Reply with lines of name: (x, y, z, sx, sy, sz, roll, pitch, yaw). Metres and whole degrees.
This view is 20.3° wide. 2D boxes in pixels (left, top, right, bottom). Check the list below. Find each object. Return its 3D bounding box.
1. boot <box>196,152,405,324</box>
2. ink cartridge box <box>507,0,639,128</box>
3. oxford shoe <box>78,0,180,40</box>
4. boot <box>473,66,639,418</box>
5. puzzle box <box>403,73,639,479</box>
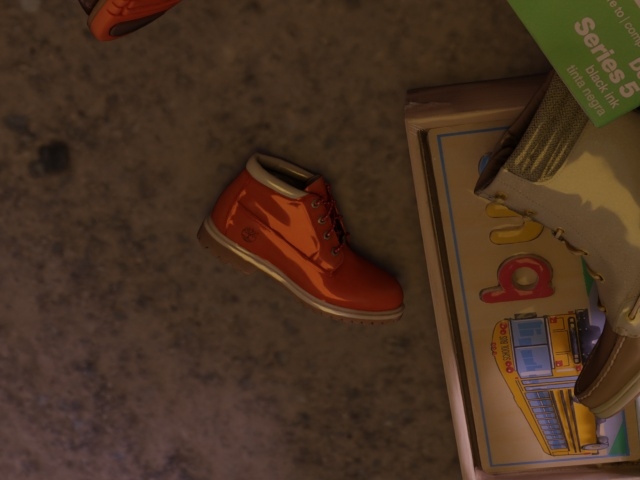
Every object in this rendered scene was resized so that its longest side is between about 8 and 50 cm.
boot: (0.000, 0.000, 1.262, 0.158, 0.059, 0.084, 28, 113, -7)
ink cartridge box: (0.245, -0.211, 1.033, 0.273, 0.198, 0.115, -30, 112, 21)
oxford shoe: (-0.072, -0.287, 1.094, 0.133, 0.130, 0.364, 40, 118, 12)
boot: (0.173, 0.002, 1.170, 0.165, 0.077, 0.213, 23, 114, -6)
puzzle box: (0.220, 0.068, 1.274, 0.272, 0.052, 0.409, -6, 118, 11)
